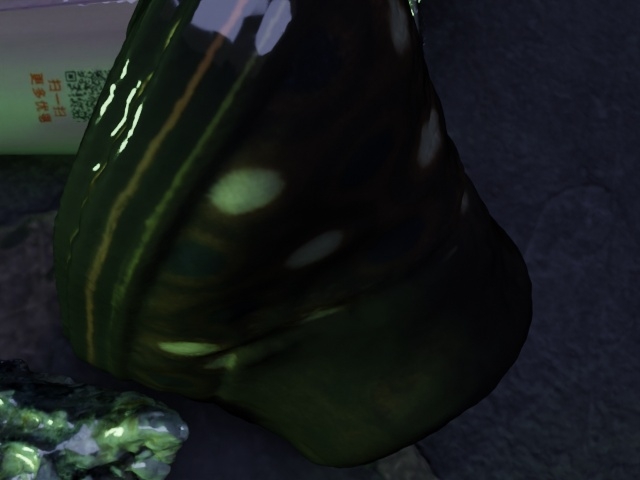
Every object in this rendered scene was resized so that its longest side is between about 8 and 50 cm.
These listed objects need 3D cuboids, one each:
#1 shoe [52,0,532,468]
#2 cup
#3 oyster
[{"bbox_3d":[0.000,0.000,0.511,0.237,0.384,0.171,21,60,-5],"label":"shoe"},{"bbox_3d":[-0.094,-0.135,0.646,0.289,0.203,0.202,-6,75,-7],"label":"cup"},{"bbox_3d":[-0.227,0.141,0.588,0.252,0.087,0.199,26,75,6],"label":"oyster"}]
